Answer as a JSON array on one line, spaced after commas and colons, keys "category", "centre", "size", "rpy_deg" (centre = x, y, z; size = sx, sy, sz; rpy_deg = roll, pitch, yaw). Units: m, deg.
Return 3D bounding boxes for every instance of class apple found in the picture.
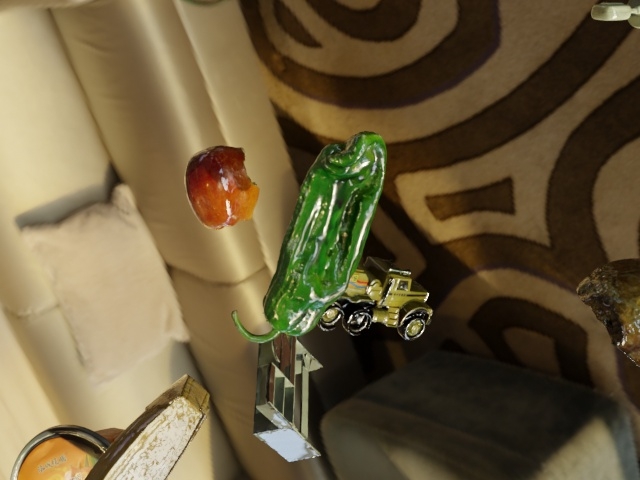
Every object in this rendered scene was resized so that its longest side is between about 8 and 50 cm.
[{"category": "apple", "centre": [-0.199, -0.103, 1.818], "size": [0.156, 0.147, 0.158], "rpy_deg": [-14, 83, 47]}]

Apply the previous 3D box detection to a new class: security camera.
[{"category": "security camera", "centre": [0.459, -0.351, 1.388], "size": [0.058, 0.092, 0.058], "rpy_deg": [20, 114, 56]}]

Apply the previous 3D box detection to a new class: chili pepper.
[{"category": "chili pepper", "centre": [0.000, 0.002, 0.933], "size": [0.074, 0.100, 0.257], "rpy_deg": [40, 116, 46]}]

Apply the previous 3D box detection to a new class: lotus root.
[{"category": "lotus root", "centre": [0.589, 0.136, 1.516], "size": [0.142, 0.314, 0.210], "rpy_deg": [-51, 44, 22]}]

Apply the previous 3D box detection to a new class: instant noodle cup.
[{"category": "instant noodle cup", "centre": [-0.266, 0.300, 1.103], "size": [0.208, 0.125, 0.178], "rpy_deg": [-7, 88, 21]}]

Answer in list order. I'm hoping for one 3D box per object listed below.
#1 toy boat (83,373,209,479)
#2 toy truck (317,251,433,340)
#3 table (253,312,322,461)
[{"category": "toy boat", "centre": [-0.187, 0.221, 0.899], "size": [0.064, 0.206, 0.072], "rpy_deg": [46, 163, -16]}, {"category": "toy truck", "centre": [0.078, 0.084, 1.557], "size": [0.127, 0.257, 0.127], "rpy_deg": [42, 111, 50]}, {"category": "table", "centre": [-0.056, 0.206, 1.281], "size": [0.062, 0.146, 0.175], "rpy_deg": [-15, 139, 20]}]
